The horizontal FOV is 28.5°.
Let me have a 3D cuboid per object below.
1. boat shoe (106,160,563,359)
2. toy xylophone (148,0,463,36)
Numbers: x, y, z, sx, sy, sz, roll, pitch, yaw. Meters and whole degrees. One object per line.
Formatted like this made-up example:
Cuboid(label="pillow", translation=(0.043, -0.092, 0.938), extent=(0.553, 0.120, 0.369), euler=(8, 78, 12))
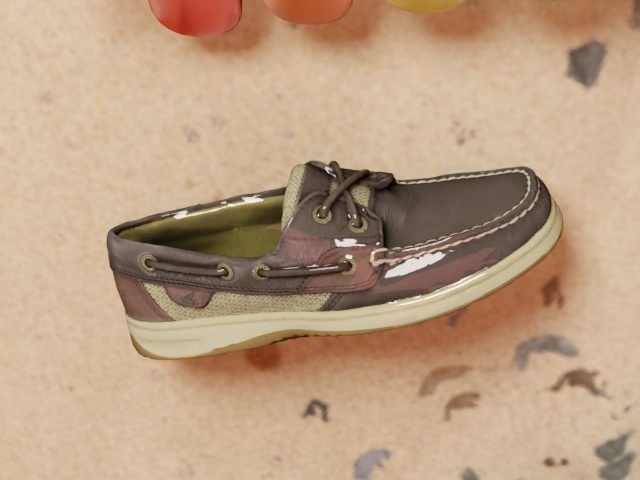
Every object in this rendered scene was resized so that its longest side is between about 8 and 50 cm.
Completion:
Cuboid(label="boat shoe", translation=(0.000, 0.000, 0.600), extent=(0.223, 0.080, 0.073), euler=(-14, 120, 17))
Cuboid(label="toy xylophone", translation=(0.033, -0.169, 0.461), extent=(0.322, 0.081, 0.236), euler=(-1, 154, 11))
